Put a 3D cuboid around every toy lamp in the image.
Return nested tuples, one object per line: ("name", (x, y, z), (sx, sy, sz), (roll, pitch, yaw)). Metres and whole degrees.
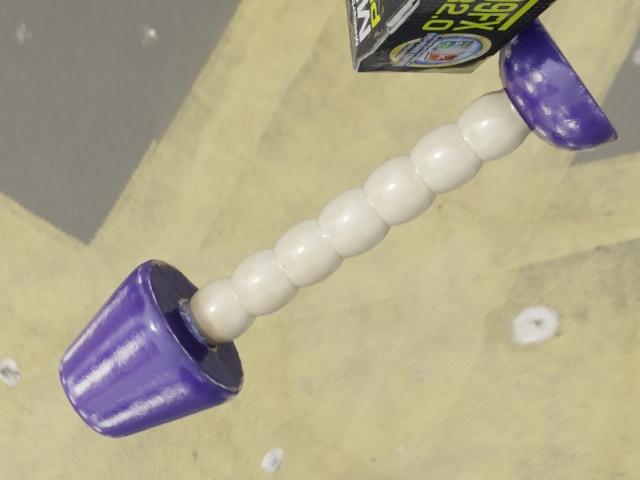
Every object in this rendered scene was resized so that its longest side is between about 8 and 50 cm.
("toy lamp", (0.000, 0.000, 0.696), (0.275, 0.080, 0.080), (-34, 81, 11))

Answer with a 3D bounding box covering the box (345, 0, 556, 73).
("box", (0.057, -0.224, 0.580), (0.060, 0.216, 0.270), (-2, 78, -17))
